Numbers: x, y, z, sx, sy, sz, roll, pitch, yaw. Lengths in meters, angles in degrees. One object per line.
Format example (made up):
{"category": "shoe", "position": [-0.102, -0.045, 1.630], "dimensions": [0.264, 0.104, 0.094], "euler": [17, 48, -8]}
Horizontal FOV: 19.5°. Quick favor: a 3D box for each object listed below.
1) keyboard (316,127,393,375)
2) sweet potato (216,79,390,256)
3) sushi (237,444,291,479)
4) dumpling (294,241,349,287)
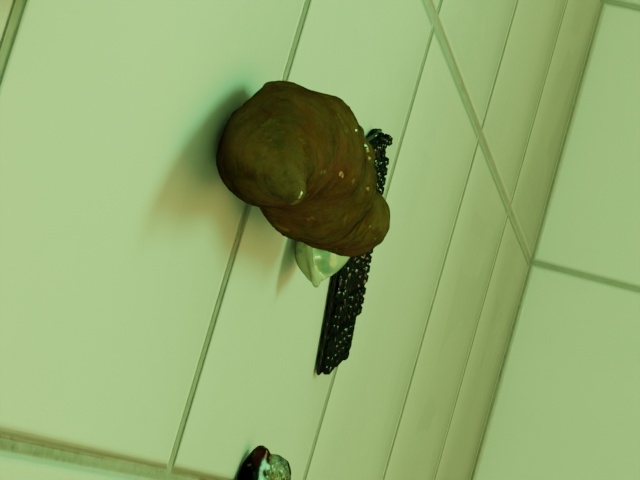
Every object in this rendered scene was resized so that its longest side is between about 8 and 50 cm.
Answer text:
{"category": "keyboard", "position": [0.031, 0.013, 1.713], "dimensions": [0.072, 0.023, 0.231], "euler": [-43, 146, -64]}
{"category": "sweet potato", "position": [-0.009, -0.053, 1.300], "dimensions": [0.106, 0.095, 0.354], "euler": [61, 5, 10]}
{"category": "sushi", "position": [-0.058, 0.210, 1.537], "dimensions": [0.046, 0.044, 0.083], "euler": [39, 62, -53]}
{"category": "dumpling", "position": [-0.001, -0.001, 1.518], "dimensions": [0.077, 0.043, 0.059], "euler": [-44, 133, -38]}
